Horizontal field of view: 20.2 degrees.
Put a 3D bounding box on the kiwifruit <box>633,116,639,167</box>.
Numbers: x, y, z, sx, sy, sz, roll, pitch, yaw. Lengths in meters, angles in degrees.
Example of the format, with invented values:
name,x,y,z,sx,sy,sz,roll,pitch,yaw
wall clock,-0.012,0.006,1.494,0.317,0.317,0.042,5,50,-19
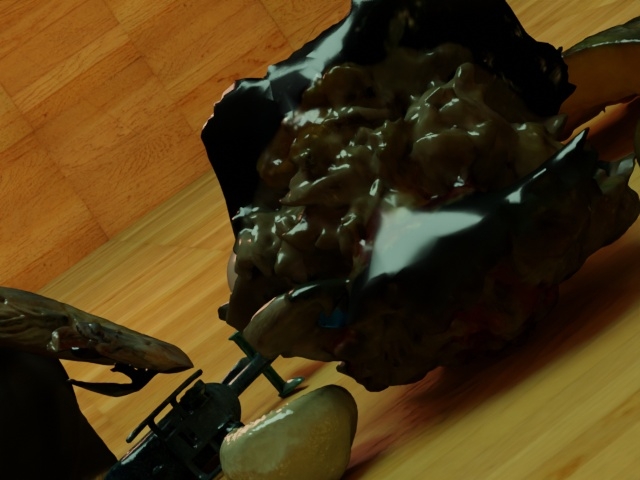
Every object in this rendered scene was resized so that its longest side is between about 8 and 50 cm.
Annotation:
name,x,y,z,sx,sy,sz,roll,pitch,yaw
kiwifruit,0.220,-0.056,1.024,0.075,0.075,0.124,-35,11,-3

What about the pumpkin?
name,x,y,z,sx,sy,sz,roll,pitch,yaw
pumpkin,0.178,-0.101,1.372,0.290,0.095,0.258,-22,-1,17

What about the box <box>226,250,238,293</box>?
name,x,y,z,sx,sy,sz,roll,pitch,yaw
box,0.000,0.000,1.505,0.146,0.088,0.200,-31,8,26

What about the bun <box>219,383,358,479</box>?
name,x,y,z,sx,sy,sz,roll,pitch,yaw
bun,-0.014,0.119,1.010,0.086,0.055,0.086,-26,-3,-1

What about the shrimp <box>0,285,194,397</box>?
name,x,y,z,sx,sy,sz,roll,pitch,yaw
shrimp,-0.189,0.063,1.209,0.152,0.219,0.046,-164,91,-71

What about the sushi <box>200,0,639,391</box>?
name,x,y,z,sx,sy,sz,roll,pitch,yaw
sushi,0.066,-0.016,1.050,0.225,0.219,0.238,6,-52,-42

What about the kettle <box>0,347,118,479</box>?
name,x,y,z,sx,sy,sz,roll,pitch,yaw
kettle,-0.324,0.145,1.295,0.324,0.321,0.228,-45,-29,-72

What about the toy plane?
name,x,y,z,sx,sy,sz,roll,pitch,yaw
toy plane,-0.079,0.124,1.241,0.235,0.060,0.096,-44,-1,-32
